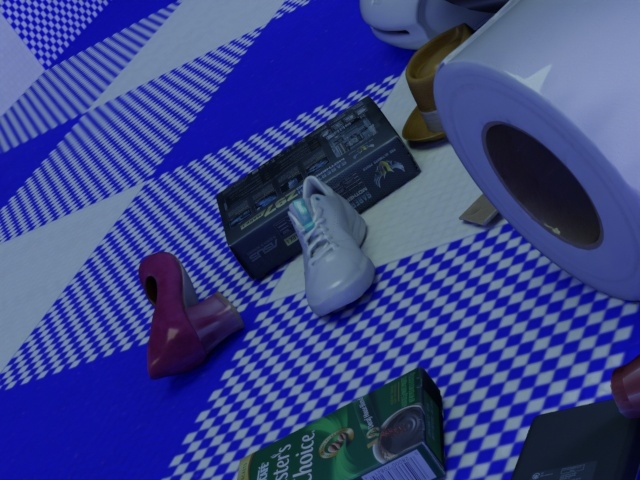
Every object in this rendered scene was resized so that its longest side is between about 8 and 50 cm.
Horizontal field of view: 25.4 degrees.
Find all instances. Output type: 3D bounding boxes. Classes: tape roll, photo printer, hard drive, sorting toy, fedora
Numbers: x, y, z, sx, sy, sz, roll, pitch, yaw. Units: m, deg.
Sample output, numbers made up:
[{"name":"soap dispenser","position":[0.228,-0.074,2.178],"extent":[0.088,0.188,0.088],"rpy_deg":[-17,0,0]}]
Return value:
[{"name":"tape roll","position":[0.231,-0.095,1.118],"extent":[0.169,0.246,0.246],"rpy_deg":[-42,22,-13]},{"name":"photo printer","position":[0.199,-0.376,1.935],"extent":[0.307,0.107,0.256],"rpy_deg":[-39,21,-5]},{"name":"hard drive","position":[0.172,0.163,0.971],"extent":[0.094,0.022,0.135],"rpy_deg":[-19,27,37]},{"name":"sorting toy","position":[0.180,-0.045,1.406],"extent":[0.083,0.012,0.062],"rpy_deg":[-44,18,-11]},{"name":"fedora","position":[0.158,-0.196,1.663],"extent":[0.194,0.079,0.194],"rpy_deg":[-30,21,13]}]

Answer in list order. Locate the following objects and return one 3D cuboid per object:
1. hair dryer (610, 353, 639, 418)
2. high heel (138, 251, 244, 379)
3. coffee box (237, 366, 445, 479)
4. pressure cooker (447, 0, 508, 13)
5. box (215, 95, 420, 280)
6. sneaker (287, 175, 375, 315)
[{"name":"hair dryer","position":[0.328,0.041,0.948],"extent":[0.294,0.080,0.223],"rpy_deg":[-30,5,-3]},{"name":"high heel","position":[-0.184,0.086,1.597],"extent":[0.117,0.082,0.244],"rpy_deg":[-32,32,-18]},{"name":"coffee box","position":[0.013,0.183,1.146],"extent":[0.184,0.040,0.113],"rpy_deg":[-29,22,18]},{"name":"pressure cooker","position":[0.252,-0.446,1.568],"extent":[0.370,0.375,0.420],"rpy_deg":[6,4,-13]},{"name":"box","position":[-0.008,-0.066,1.672],"extent":[0.233,0.059,0.183],"rpy_deg":[-34,21,4]},{"name":"sneaker","position":[0.000,0.000,1.475],"extent":[0.080,0.094,0.212],"rpy_deg":[-30,22,11]}]
